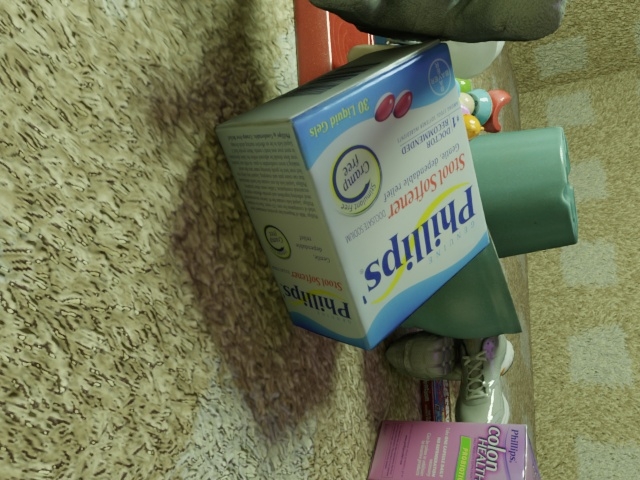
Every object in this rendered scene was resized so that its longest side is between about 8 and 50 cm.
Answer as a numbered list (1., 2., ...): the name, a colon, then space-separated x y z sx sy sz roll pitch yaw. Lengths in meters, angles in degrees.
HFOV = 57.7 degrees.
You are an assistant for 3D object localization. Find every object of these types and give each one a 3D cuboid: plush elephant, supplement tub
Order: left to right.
1. plush elephant: 0.133 -0.373 0.683 0.330 0.272 0.255 -81 179 -76
2. supplement tub: 0.381 -0.581 1.543 0.228 0.229 0.316 65 31 -32

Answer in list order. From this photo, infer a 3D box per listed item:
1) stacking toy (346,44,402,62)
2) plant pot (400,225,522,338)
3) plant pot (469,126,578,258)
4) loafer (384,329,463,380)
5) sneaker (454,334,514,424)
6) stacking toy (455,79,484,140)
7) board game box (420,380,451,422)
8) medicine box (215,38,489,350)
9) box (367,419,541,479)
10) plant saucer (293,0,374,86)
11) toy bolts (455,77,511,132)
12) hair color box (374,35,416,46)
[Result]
1. stacking toy: 0.098 -0.131 0.917 0.141 0.141 0.330 -27 124 -63
2. plant pot: 0.210 0.047 1.028 0.293 0.196 0.292 -19 90 -75
3. plant pot: 0.378 -0.098 1.291 0.341 0.334 0.340 25 61 -59
4. loafer: 0.231 0.223 1.154 0.319 0.112 0.111 23 70 -57
5. sneaker: 0.284 0.238 1.056 0.121 0.099 0.262 62 32 -25
6. stacking toy: 0.201 -0.196 0.993 0.302 0.175 0.165 -120 -152 -73
7. board game box: 0.254 0.385 1.258 0.145 0.027 0.281 24 62 -62
8. medicine box: 0.057 -0.062 0.729 0.264 0.149 0.289 -35 118 -32
9. box: 0.232 0.411 0.961 0.213 0.243 0.117 66 30 -32
10. plant saucer: 0.039 -0.316 0.985 0.259 0.048 0.258 12 72 -62
11. toy bolts: 0.305 -0.301 1.384 0.159 0.229 0.218 -2 109 -38
12. hair color box: 0.174 -0.452 1.228 0.174 0.105 0.347 34 53 -56
